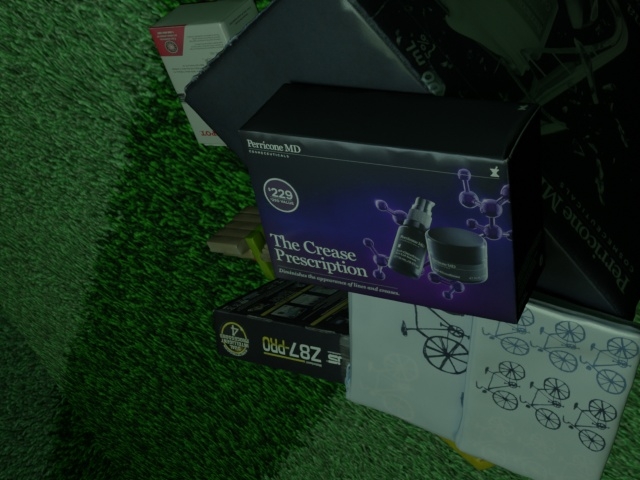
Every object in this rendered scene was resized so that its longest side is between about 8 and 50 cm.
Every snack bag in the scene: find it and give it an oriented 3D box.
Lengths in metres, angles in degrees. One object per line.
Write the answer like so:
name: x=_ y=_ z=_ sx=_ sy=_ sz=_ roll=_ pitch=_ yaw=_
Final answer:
snack bag: x=0.171 y=0.147 z=1.031 sx=0.342 sy=0.037 sz=0.323 roll=20 pitch=139 yaw=21

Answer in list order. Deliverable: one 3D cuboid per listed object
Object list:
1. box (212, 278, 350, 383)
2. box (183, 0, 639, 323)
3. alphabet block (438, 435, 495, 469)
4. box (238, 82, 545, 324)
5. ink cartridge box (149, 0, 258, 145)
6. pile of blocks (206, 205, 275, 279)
box: x=0.060 y=0.117 z=1.580 sx=0.318 sy=0.395 sz=0.097 roll=6 pitch=108 yaw=34
box: x=0.186 y=-0.180 z=1.099 sx=0.480 sy=0.472 sz=0.297 roll=46 pitch=142 yaw=-11
alphabet block: x=0.318 y=0.276 z=1.687 sx=0.192 sy=0.197 sz=0.193 roll=40 pitch=143 yaw=-2
box: x=0.071 y=-0.040 z=0.865 sx=0.261 sy=0.103 sz=0.184 roll=9 pitch=128 yaw=27
ink cartridge box: x=-0.167 y=-0.289 z=1.583 sx=0.172 sy=0.100 sz=0.237 roll=6 pitch=131 yaw=36
pile of blocks: x=0.000 y=0.000 z=1.431 sx=0.362 sy=0.149 sz=0.113 roll=-13 pitch=120 yaw=28
